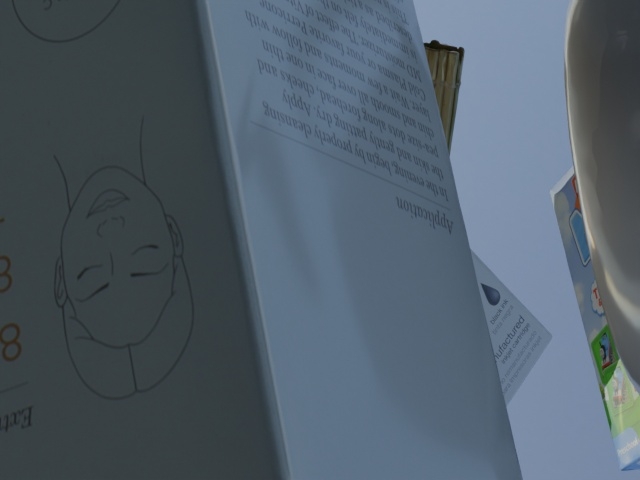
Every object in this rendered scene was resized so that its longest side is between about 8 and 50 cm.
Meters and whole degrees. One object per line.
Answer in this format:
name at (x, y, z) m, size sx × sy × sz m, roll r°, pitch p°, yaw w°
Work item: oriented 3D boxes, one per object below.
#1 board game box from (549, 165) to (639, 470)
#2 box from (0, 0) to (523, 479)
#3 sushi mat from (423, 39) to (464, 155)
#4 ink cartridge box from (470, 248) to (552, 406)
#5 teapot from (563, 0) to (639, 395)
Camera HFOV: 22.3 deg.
board game box at (0.220, 0.026, 1.064) m, size 0.160 × 0.039 × 0.211 m, roll 123°, pitch -39°, yaw -60°
box at (-0.074, 0.019, 0.573) m, size 0.215 × 0.168 × 0.345 m, roll -20°, pitch -111°, yaw 27°
sushi mat at (0.000, 0.000, 1.033) m, size 0.151 × 0.316 × 0.019 m, roll 16°, pitch -145°, yaw 15°
ink cartridge box at (0.051, 0.068, 1.333) m, size 0.172 × 0.237 × 0.100 m, roll -54°, pitch -154°, yaw -18°
teapot at (0.229, -0.043, 0.756) m, size 0.187 × 0.256 × 0.252 m, roll -11°, pitch -142°, yaw 21°
